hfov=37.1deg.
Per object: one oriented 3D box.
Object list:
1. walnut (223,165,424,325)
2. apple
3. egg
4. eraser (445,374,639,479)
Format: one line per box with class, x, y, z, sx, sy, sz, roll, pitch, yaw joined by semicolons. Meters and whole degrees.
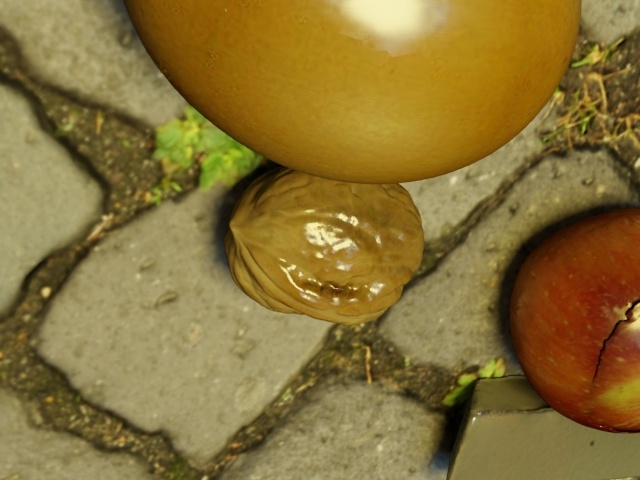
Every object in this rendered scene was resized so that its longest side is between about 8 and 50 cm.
walnut;0.000;0.000;0.863;0.184;0.155;0.155;12;107;-28
apple;0.337;0.083;1.034;0.272;0.206;0.251;-23;132;-12
egg;0.025;-0.185;0.706;0.351;0.282;0.282;8;109;-29
eraser;0.293;0.228;1.155;0.353;0.077;0.111;3;114;-27
